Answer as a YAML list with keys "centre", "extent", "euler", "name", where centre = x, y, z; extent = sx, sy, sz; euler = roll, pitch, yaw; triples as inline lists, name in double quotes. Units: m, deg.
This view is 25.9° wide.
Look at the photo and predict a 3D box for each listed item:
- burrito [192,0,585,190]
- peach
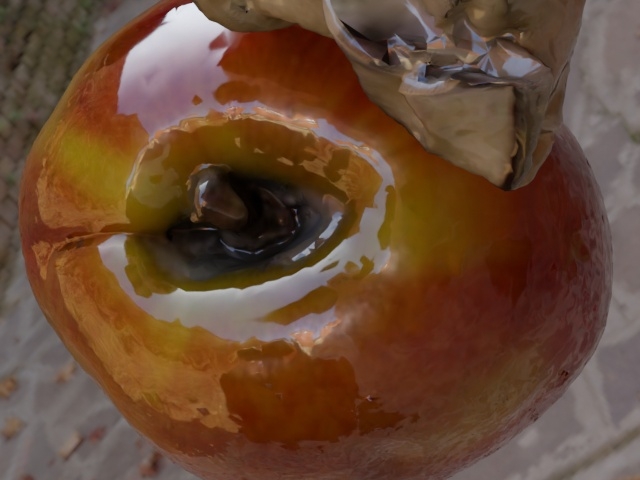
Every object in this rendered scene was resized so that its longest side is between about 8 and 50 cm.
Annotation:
- centre: [0.012, -0.170, 0.391]
  extent: [0.175, 0.347, 0.107]
  euler: [19, 52, 26]
  name: "burrito"
- centre: [0.000, 0.000, 0.648]
  extent: [0.281, 0.281, 0.238]
  euler: [-3, 85, 54]
  name: "peach"
